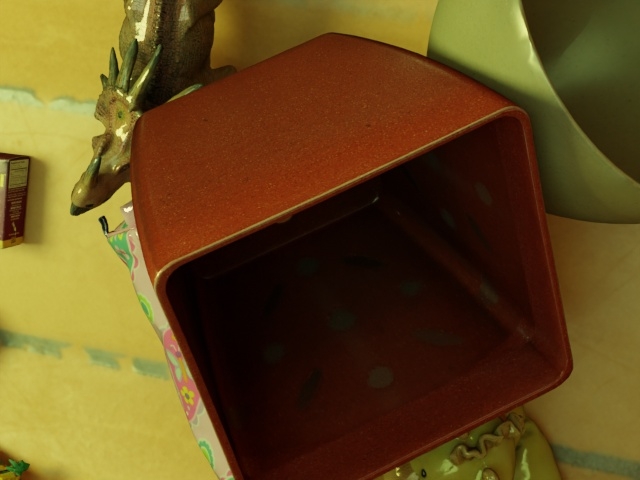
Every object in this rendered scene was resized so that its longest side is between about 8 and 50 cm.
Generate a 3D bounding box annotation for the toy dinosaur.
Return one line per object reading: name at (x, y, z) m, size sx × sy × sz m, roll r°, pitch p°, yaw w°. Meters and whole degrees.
toy dinosaur at (-0.126, -0.172, 1.250) m, size 0.127 × 0.200 × 0.296 m, roll 1°, pitch 97°, yaw 14°

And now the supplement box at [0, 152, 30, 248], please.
supplement box at (-0.301, -0.038, 1.394) m, size 0.055 × 0.043 × 0.083 m, roll 8°, pitch 99°, yaw 15°

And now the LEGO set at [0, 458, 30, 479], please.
LEGO set at (-0.353, 0.352, 1.352) m, size 0.192 × 0.255 × 0.331 m, roll 33°, pitch 97°, yaw 25°

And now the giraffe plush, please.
giraffe plush at (0.117, 0.181, 1.248) m, size 0.181 × 0.170 × 0.210 m, roll 32°, pitch 104°, yaw 9°

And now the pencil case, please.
pencil case at (-0.084, 0.087, 1.315) m, size 0.124 × 0.124 × 0.284 m, roll -24°, pitch 92°, yaw 16°

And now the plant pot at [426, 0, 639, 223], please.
plant pot at (0.190, -0.131, 1.163) m, size 0.191 × 0.284 × 0.284 m, roll -26°, pitch 90°, yaw 50°

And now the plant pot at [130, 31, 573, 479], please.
plant pot at (0.000, 0.000, 1.130) m, size 0.267 × 0.236 × 0.267 m, roll -25°, pitch 130°, yaw -9°
